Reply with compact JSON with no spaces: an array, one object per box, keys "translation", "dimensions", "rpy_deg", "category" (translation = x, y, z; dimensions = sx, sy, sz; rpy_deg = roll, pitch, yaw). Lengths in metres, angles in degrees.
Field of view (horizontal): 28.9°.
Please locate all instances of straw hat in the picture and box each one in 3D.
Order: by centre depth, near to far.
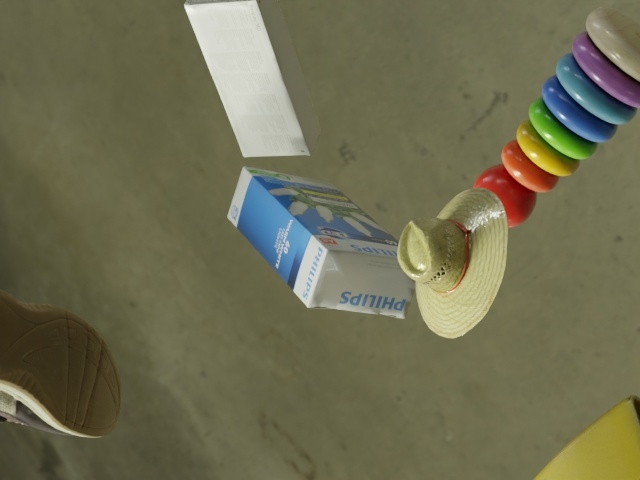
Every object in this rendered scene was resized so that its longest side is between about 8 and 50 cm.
[{"translation":[0.103,0.011,1.113],"dimensions":[0.144,0.061,0.144],"rpy_deg":[-39,42,47],"category":"straw hat"}]

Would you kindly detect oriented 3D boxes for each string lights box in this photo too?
[{"translation":[0.000,0.000,1.493],"dimensions":[0.259,0.133,0.077],"rpy_deg":[44,120,55],"category":"string lights box"}]

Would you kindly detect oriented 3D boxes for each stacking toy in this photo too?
[{"translation":[0.319,-0.143,1.658],"dimensions":[0.141,0.141,0.330],"rpy_deg":[47,119,17],"category":"stacking toy"}]

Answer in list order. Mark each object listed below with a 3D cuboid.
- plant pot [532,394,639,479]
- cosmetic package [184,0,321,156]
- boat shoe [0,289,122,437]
[{"translation":[0.353,0.333,1.411],"dimensions":[0.187,0.212,0.212],"rpy_deg":[-33,47,29],"category":"plant pot"},{"translation":[-0.079,-0.213,1.554],"dimensions":[0.099,0.060,0.239],"rpy_deg":[2,135,24],"category":"cosmetic package"},{"translation":[-0.274,0.104,1.065],"dimensions":[0.092,0.103,0.285],"rpy_deg":[-8,157,24],"category":"boat shoe"}]
